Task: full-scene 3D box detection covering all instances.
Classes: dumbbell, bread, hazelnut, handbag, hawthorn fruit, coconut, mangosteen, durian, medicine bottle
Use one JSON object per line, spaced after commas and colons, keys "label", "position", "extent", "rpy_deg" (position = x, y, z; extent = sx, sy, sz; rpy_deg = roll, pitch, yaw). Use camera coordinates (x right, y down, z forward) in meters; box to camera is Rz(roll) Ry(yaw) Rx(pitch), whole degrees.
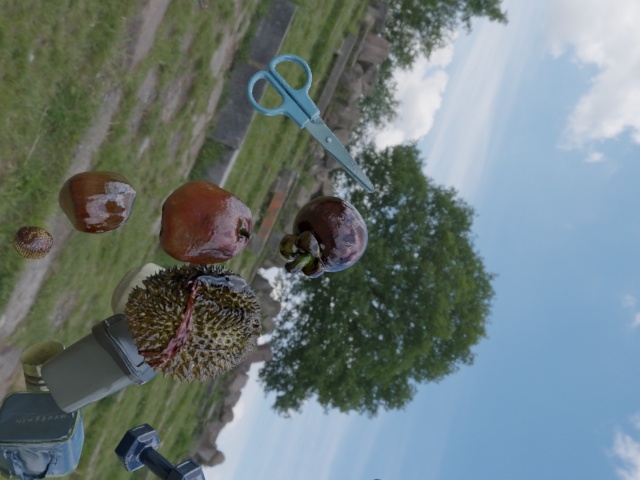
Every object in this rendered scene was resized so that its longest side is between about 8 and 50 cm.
{"label": "dumbbell", "position": [-0.542, 0.760, 1.711], "extent": [0.160, 0.324, 0.144], "rpy_deg": [-58, 149, -17]}
{"label": "bread", "position": [-0.674, 0.000, 1.190], "extent": [0.053, 0.085, 0.085], "rpy_deg": [-53, -166, 25]}
{"label": "hazelnut", "position": [-0.665, -0.127, 1.506], "extent": [0.210, 0.186, 0.210], "rpy_deg": [-19, -124, 32]}
{"label": "handbag", "position": [-0.909, 0.628, 1.641], "extent": [0.222, 0.262, 0.241], "rpy_deg": [-102, -154, -49]}
{"label": "hawthorn fruit", "position": [-0.278, -0.036, 1.292], "extent": [0.224, 0.260, 0.224], "rpy_deg": [12, 90, -72]}
{"label": "coconut", "position": [-0.558, 0.215, 1.727], "extent": [0.237, 0.265, 0.238], "rpy_deg": [25, 90, -87]}
{"label": "mangosteen", "position": [0.000, 0.000, 1.366], "extent": [0.257, 0.215, 0.215], "rpy_deg": [-34, 178, -21]}
{"label": "durian", "position": [-0.354, 0.224, 1.429], "extent": [0.347, 0.384, 0.348], "rpy_deg": [-165, -90, -84]}
{"label": "medicine bottle", "position": [-1.060, 0.569, 1.979], "extent": [0.151, 0.151, 0.323], "rpy_deg": [-88, -177, -67]}

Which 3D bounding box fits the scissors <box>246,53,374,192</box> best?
{"label": "scissors", "position": [-0.006, -0.300, 1.371], "extent": [0.192, 0.447, 0.029], "rpy_deg": [-41, 180, -10]}

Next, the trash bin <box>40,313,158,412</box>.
{"label": "trash bin", "position": [-0.648, 0.365, 1.498], "extent": [0.250, 0.219, 0.220], "rpy_deg": [-30, 180, 3]}

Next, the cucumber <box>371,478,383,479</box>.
{"label": "cucumber", "position": [0.149, 0.807, 1.619], "extent": [0.115, 0.116, 0.062], "rpy_deg": [-47, -134, 37]}
